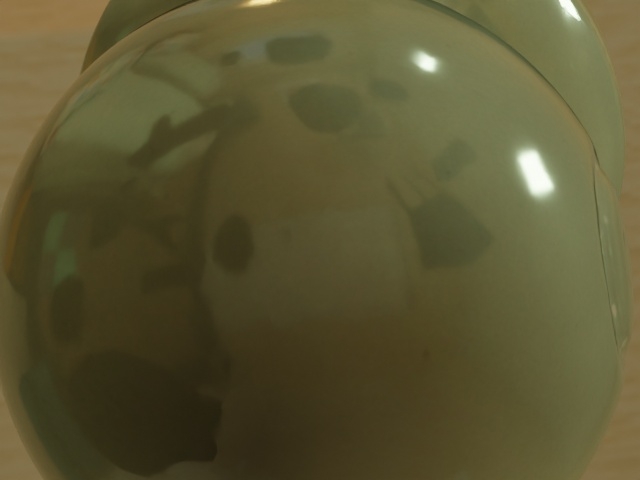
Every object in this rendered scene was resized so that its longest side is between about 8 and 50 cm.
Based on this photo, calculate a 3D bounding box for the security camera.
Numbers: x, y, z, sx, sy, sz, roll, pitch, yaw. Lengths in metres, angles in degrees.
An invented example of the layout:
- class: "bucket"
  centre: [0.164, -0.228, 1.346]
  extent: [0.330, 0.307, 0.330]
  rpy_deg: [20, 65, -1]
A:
- class: "security camera"
  centre: [0.000, 0.000, 0.580]
  extent: [0.236, 0.194, 0.195]
  rpy_deg: [-76, 166, -65]
